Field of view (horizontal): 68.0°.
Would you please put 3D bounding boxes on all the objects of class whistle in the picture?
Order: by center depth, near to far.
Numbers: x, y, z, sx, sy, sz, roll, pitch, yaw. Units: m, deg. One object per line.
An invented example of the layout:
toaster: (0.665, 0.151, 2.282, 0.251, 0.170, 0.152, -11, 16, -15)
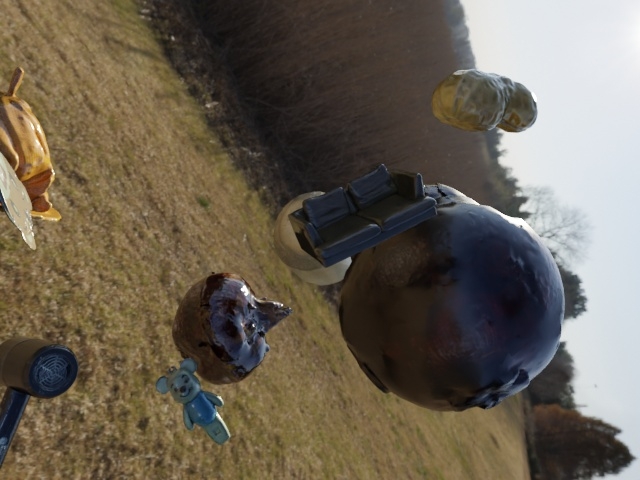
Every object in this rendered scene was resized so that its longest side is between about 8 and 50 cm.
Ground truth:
whistle: (-0.312, 0.417, 1.203, 0.236, 0.114, 0.077, 54, -16, -1)

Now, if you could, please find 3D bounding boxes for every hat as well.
hat: (-0.546, -0.185, 0.818, 0.233, 0.244, 0.233, -90, -158, -86)

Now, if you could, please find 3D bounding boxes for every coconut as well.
coconut: (0.000, 0.000, 1.122, 0.222, 0.202, 0.202, 49, 33, -67)

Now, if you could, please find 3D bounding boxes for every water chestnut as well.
water chestnut: (-0.253, 0.251, 1.399, 0.335, 0.346, 0.336, -7, 90, -89)

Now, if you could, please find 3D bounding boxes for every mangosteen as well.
mangosteen: (0.201, 0.100, 0.847, 0.421, 0.380, 0.381, 36, -23, 54)

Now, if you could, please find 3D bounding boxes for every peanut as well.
peanut: (0.399, -0.326, 1.132, 0.305, 0.147, 0.147, -7, 83, -32)

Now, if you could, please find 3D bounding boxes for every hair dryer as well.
hair dryer: (-0.412, 0.240, 0.628, 0.071, 0.124, 0.219, 36, 62, -46)

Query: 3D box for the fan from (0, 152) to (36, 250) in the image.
fan: (-0.474, -0.097, 0.703, 0.227, 0.008, 0.153, 92, -27, -49)

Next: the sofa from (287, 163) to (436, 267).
sofa: (0.045, -0.035, 0.527, 0.085, 0.147, 0.060, 36, -32, 63)
